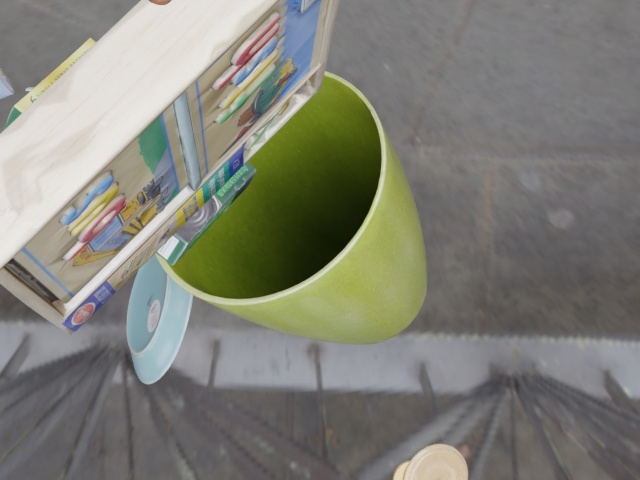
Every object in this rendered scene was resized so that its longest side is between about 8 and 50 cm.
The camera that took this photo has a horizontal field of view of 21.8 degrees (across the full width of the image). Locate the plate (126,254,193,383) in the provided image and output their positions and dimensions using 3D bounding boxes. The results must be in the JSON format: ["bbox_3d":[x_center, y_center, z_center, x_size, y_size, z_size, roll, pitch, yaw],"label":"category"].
[{"bbox_3d":[-0.192,0.072,1.928,0.024,0.188,0.188,14,100,-24],"label":"plate"}]

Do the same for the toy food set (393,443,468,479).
[{"bbox_3d":[0.125,0.264,1.826,0.083,0.020,0.082,-40,113,-14],"label":"toy food set"}]

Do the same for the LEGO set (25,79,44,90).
[{"bbox_3d":[-0.285,-0.150,1.815,0.023,0.083,0.054,14,100,39],"label":"LEGO set"}]

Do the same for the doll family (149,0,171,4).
[{"bbox_3d":[-0.128,-0.116,0.458,0.193,0.111,0.076,13,97,-2],"label":"doll family"}]

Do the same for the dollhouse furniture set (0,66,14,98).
[{"bbox_3d":[-0.422,-0.173,1.817,0.286,0.198,0.303,-20,142,5],"label":"dollhouse furniture set"}]

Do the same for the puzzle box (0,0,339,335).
[{"bbox_3d":[-0.100,-0.064,1.041,0.272,0.409,0.052,-45,87,-7],"label":"puzzle box"}]

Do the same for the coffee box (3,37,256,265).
[{"bbox_3d":[-0.158,-0.076,1.382,0.184,0.113,0.040,39,141,2],"label":"coffee box"}]

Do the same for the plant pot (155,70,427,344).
[{"bbox_3d":[0.000,0.000,1.831,0.274,0.293,0.275,-12,61,21],"label":"plant pot"}]
